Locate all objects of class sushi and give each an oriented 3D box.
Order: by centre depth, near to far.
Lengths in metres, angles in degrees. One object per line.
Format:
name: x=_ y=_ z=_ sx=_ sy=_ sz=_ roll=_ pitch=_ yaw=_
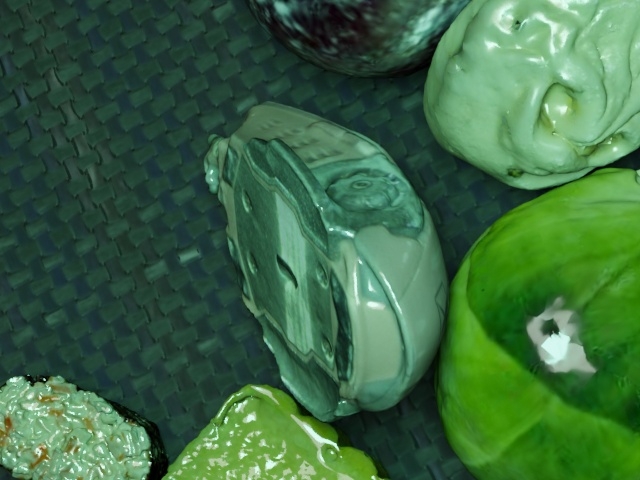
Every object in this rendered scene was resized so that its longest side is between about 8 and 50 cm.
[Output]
sushi: x=-0.196 y=0.161 z=1.550 sx=0.150 sy=0.078 sz=0.090 roll=22 pitch=86 yaw=15

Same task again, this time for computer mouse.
computer mouse: x=0.007 y=0.000 z=1.458 sx=0.115 sy=0.389 sz=0.199 roll=-9 pitch=117 yaw=-19

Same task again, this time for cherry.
cherry: x=0.048 y=-0.253 z=1.478 sx=0.218 sy=0.296 sz=0.255 roll=26 pitch=51 yaw=-18

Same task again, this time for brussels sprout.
brussels sprout: x=0.201 y=0.067 z=1.425 sx=0.219 sy=0.210 sz=0.271 roll=35 pitch=74 yaw=10

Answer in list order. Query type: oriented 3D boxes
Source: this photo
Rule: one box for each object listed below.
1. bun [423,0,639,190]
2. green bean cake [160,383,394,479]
bun: x=0.189 y=-0.120 z=1.437 sx=0.231 sy=0.231 sz=0.133 roll=-29 pitch=66 yaw=6
green bean cake: x=-0.026 y=0.258 z=1.476 sx=0.233 sy=0.124 sz=0.236 roll=40 pitch=91 yaw=16
